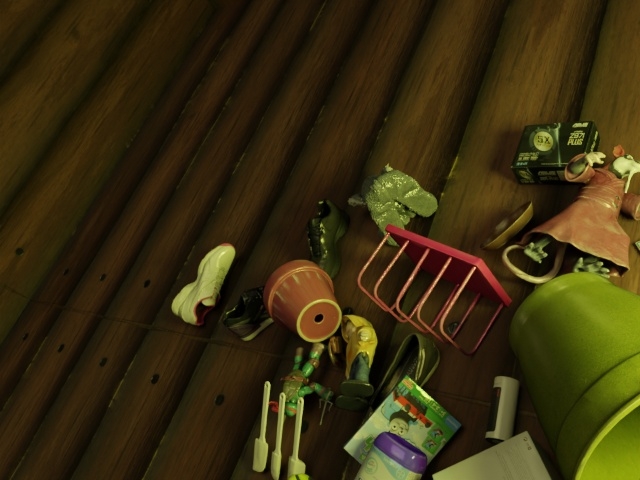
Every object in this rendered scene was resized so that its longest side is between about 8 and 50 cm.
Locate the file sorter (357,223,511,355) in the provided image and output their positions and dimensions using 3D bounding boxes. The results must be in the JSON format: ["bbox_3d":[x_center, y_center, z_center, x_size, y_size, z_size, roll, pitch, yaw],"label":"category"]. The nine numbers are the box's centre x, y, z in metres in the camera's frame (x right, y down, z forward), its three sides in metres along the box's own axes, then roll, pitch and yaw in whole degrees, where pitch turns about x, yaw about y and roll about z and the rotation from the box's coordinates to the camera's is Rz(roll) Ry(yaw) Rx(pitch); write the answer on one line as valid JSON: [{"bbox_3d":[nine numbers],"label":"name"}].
[{"bbox_3d":[0.263,0.122,1.415,0.291,0.202,0.182,25,76,47],"label":"file sorter"}]

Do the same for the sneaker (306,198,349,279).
[{"bbox_3d":[0.000,0.000,1.784,0.109,0.130,0.286,-10,53,31],"label":"sneaker"}]

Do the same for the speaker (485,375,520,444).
[{"bbox_3d":[0.386,0.359,1.233,0.055,0.055,0.136,-3,56,37],"label":"speaker"}]

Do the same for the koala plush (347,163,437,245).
[{"bbox_3d":[0.188,-0.133,1.712,0.196,0.203,0.221,-43,29,2],"label":"koala plush"}]

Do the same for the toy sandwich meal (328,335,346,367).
[{"bbox_3d":[0.046,0.293,1.545,0.029,0.085,0.085,-18,47,16],"label":"toy sandwich meal"}]

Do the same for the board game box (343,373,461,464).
[{"bbox_3d":[0.180,0.429,1.287,0.160,0.039,0.211,41,87,8],"label":"board game box"}]

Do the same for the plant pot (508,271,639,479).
[{"bbox_3d":[0.519,0.241,1.030,0.366,0.366,0.353,-37,30,9],"label":"plant pot"}]

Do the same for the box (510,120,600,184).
[{"bbox_3d":[0.607,-0.224,1.510,0.180,0.077,0.147,6,61,42],"label":"box"}]

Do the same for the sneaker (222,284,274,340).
[{"bbox_3d":[-0.172,0.184,1.776,0.283,0.124,0.107,-43,41,2],"label":"sneaker"}]

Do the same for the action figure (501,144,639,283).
[{"bbox_3d":[0.631,-0.060,1.329,0.370,0.248,0.276,-52,-3,-27],"label":"action figure"}]

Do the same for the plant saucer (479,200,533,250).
[{"bbox_3d":[0.464,-0.029,1.443,0.168,0.029,0.168,-45,-2,-2],"label":"plant saucer"}]

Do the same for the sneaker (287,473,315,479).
[{"bbox_3d":[-0.015,0.670,1.289,0.123,0.109,0.295,-58,38,29],"label":"sneaker"}]

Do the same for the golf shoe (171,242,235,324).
[{"bbox_3d":[-0.371,0.155,1.991,0.140,0.115,0.306,32,86,38],"label":"golf shoe"}]

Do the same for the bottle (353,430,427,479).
[{"bbox_3d":[0.111,0.543,1.202,0.118,0.092,0.283,26,86,40],"label":"bottle"}]

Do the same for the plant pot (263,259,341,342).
[{"bbox_3d":[-0.038,0.179,1.597,0.201,0.201,0.180,-45,32,0],"label":"plant pot"}]

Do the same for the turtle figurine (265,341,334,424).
[{"bbox_3d":[-0.049,0.385,1.527,0.175,0.118,0.234,-10,46,33],"label":"turtle figurine"}]

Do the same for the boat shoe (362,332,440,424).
[{"bbox_3d":[0.168,0.368,1.370,0.112,0.095,0.335,15,67,45],"label":"boat shoe"}]

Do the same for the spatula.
[{"bbox_3d":[-0.098,0.487,1.456,0.168,0.019,0.242,11,96,42],"label":"spatula"}]

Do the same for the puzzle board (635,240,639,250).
[{"bbox_3d":[0.747,0.032,1.239,0.096,0.011,0.128,-29,43,20],"label":"puzzle board"}]

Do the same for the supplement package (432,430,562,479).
[{"bbox_3d":[0.352,0.499,1.072,0.203,0.149,0.194,-32,43,15],"label":"supplement package"}]

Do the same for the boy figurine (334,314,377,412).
[{"bbox_3d":[0.092,0.281,1.463,0.092,0.177,0.285,10,36,-3],"label":"boy figurine"}]
